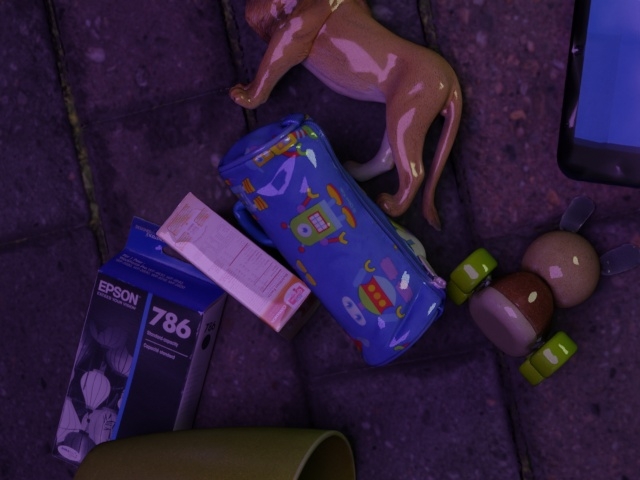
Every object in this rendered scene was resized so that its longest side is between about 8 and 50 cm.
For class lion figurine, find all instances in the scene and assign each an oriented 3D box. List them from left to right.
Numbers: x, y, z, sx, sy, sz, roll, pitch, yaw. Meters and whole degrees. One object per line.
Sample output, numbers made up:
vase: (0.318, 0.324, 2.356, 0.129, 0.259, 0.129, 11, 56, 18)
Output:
lion figurine: (0.043, -0.210, 1.663, 0.392, 0.142, 0.240, 36, 100, 1)

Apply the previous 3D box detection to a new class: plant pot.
plant pot: (-0.142, 0.332, 1.694, 0.293, 0.275, 0.275, 9, 99, 20)

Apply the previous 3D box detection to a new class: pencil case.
pencil case: (0.021, -0.005, 1.588, 0.133, 0.119, 0.306, -34, 103, 19)

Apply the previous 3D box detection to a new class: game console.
game console: (0.373, -0.190, 1.498, 0.173, 0.250, 0.293, 4, 98, -5)

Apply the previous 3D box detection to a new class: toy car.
toy car: (0.261, 0.041, 1.607, 0.188, 0.149, 0.155, -42, 82, -9)

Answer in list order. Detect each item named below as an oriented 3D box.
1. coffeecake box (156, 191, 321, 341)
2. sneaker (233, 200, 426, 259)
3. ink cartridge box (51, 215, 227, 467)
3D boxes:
coffeecake box: (-0.094, 0.034, 1.706, 0.185, 0.142, 0.068, 38, 86, 9)
sneaker: (0.000, 0.000, 1.687, 0.240, 0.126, 0.091, 18, 101, 20)
ink cartridge box: (-0.228, 0.150, 1.833, 0.165, 0.065, 0.333, 19, 101, 20)
